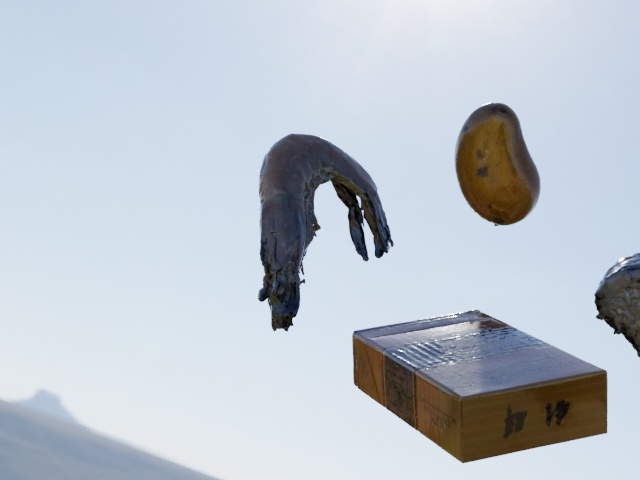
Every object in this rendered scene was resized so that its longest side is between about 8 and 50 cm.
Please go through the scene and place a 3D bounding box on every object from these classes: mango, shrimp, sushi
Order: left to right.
[{"bbox_3d":[0.000,0.000,1.185,0.152,0.219,0.046,25,-34,-28],"label":"shrimp"},{"bbox_3d":[0.251,-0.108,1.768,0.115,0.178,0.090,-18,11,21],"label":"mango"},{"bbox_3d":[0.353,0.079,1.245,0.150,0.090,0.078,41,21,9],"label":"sushi"}]

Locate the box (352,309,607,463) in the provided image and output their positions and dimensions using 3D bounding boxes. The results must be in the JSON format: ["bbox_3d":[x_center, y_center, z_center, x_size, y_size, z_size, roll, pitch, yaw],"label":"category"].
[{"bbox_3d":[0.145,0.132,1.168,0.152,0.070,0.237,-8,11,-21],"label":"box"}]
